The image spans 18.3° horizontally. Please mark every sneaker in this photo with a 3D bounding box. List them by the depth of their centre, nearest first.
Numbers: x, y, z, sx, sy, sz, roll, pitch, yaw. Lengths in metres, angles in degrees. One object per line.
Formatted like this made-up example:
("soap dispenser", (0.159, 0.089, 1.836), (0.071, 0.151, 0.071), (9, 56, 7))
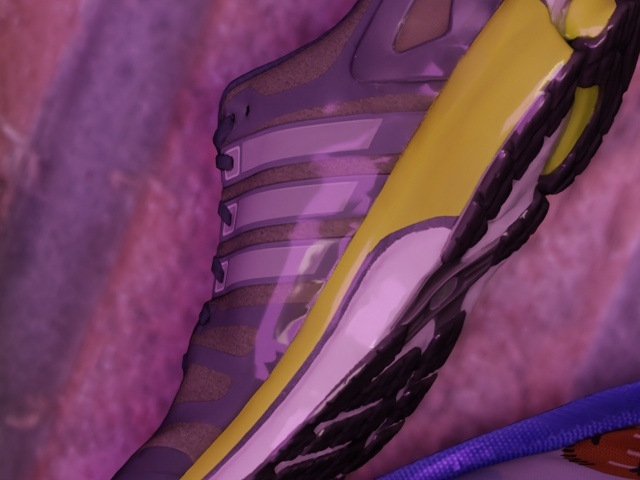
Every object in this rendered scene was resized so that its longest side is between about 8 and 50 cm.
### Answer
("sneaker", (0.000, 0.000, 0.787), (0.121, 0.111, 0.300), (41, 102, 22))

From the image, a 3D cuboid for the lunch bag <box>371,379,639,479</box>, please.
("lunch bag", (0.108, 0.238, 0.703), (0.385, 0.239, 0.328), (-24, 101, 11))
